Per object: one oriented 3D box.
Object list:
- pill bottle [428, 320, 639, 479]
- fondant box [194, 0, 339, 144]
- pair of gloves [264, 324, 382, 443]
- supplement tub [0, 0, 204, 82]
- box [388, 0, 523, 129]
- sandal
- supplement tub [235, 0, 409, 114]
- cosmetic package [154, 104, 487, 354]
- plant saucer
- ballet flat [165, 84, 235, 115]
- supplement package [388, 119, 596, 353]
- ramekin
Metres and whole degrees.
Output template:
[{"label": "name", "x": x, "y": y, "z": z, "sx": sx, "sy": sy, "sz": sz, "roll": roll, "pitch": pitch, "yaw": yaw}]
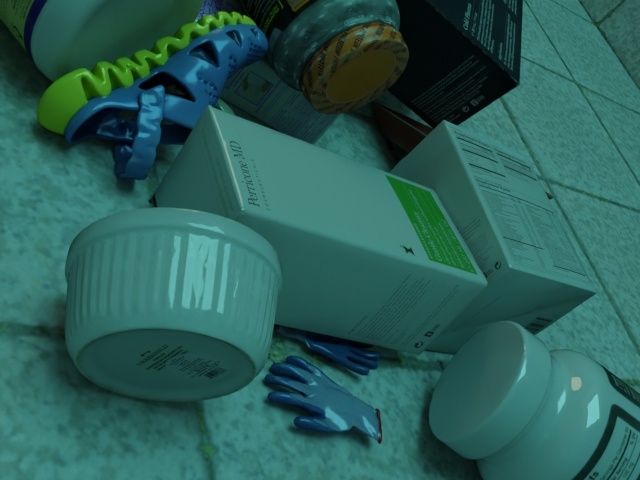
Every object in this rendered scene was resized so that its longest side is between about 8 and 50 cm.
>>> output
[{"label": "pill bottle", "x": 0.330, "y": 0.268, "z": 1.009, "sx": 0.363, "sy": 0.210, "sz": 0.210, "roll": 36, "pitch": 36, "yaw": -13}, {"label": "fondant box", "x": -0.119, "y": -0.319, "z": 1.243, "sx": 0.330, "sy": 0.096, "sz": 0.238, "roll": 27, "pitch": 40, "yaw": -23}, {"label": "pair of gloves", "x": 0.007, "y": 0.153, "z": 0.960, "sx": 0.159, "sy": 0.023, "sz": 0.198, "roll": 27, "pitch": 35, "yaw": -21}, {"label": "supplement tub", "x": -0.322, "y": -0.376, "z": 0.970, "sx": 0.331, "sy": 0.241, "sz": 0.241, "roll": 51, "pitch": 36, "yaw": 8}, {"label": "box", "x": 0.181, "y": -0.421, "z": 1.383, "sx": 0.312, "sy": 0.179, "sz": 0.343, "roll": 36, "pitch": 46, "yaw": -24}, {"label": "sandal", "x": -0.182, "y": -0.175, "z": 0.989, "sx": 0.317, "sy": 0.126, "sz": 0.138, "roll": -37, "pitch": 90, "yaw": -30}, {"label": "supplement tub", "x": -0.015, "y": -0.346, "z": 1.127, "sx": 0.193, "sy": 0.193, "sz": 0.316, "roll": -4, "pitch": 60, "yaw": -47}, {"label": "cosmetic package", "x": 0.000, "y": 0.000, "z": 0.979, "sx": 0.365, "sy": 0.155, "sz": 0.197, "roll": 17, "pitch": 36, "yaw": -36}, {"label": "plant saucer", "x": 0.234, "y": -0.142, "z": 1.389, "sx": 0.258, "sy": 0.047, "sz": 0.259, "roll": 18, "pitch": 17, "yaw": -33}, {"label": "ballet flat", "x": -0.170, "y": -0.192, "z": 1.100, "sx": 0.168, "sy": 0.052, "sz": 0.057, "roll": 35, "pitch": 36, "yaw": -13}, {"label": "supplement package", "x": 0.221, "y": 0.005, "z": 1.169, "sx": 0.198, "sy": 0.199, "sz": 0.262, "roll": 14, "pitch": 46, "yaw": -37}, {"label": "ramekin", "x": -0.139, "y": 0.070, "z": 0.749, "sx": 0.207, "sy": 0.207, "sz": 0.109, "roll": 21, "pitch": 50, "yaw": -30}]
